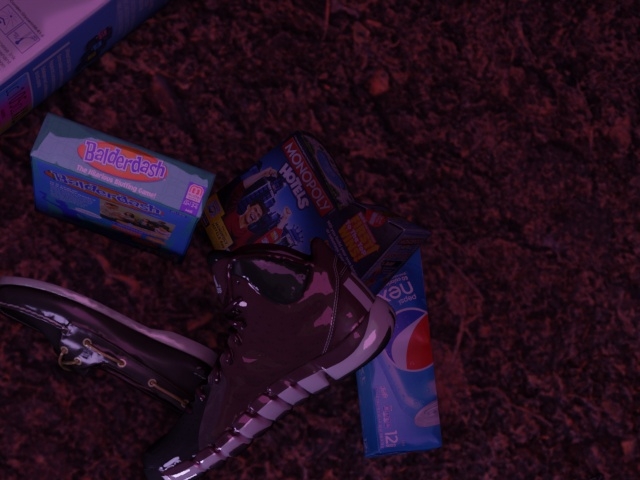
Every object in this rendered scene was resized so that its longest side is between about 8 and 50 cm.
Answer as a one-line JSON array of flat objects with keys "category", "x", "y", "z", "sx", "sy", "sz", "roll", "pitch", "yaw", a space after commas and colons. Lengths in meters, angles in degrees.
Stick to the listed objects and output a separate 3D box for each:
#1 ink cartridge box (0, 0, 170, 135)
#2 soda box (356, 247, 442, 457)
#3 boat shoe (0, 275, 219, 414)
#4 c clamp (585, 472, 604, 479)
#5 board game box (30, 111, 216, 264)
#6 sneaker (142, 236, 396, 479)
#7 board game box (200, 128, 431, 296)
[{"category": "ink cartridge box", "x": -0.272, "y": -0.324, "z": 1.451, "sx": 0.395, "sy": 0.151, "sz": 0.270, "roll": -41, "pitch": 88, "yaw": -14}, {"category": "soda box", "x": 0.071, "y": 0.108, "z": 1.457, "sx": 0.067, "sy": 0.071, "sz": 0.210, "roll": -4, "pitch": 79, "yaw": -11}, {"category": "boat shoe", "x": -0.212, "y": 0.101, "z": 1.403, "sx": 0.228, "sy": 0.081, "sz": 0.068, "roll": 22, "pitch": 73, "yaw": -9}, {"category": "c clamp", "x": 0.315, "y": 0.295, "z": 1.488, "sx": 0.161, "sy": 0.022, "sz": 0.137, "roll": 29, "pitch": 80, "yaw": -4}, {"category": "board game box", "x": -0.189, "y": -0.044, "z": 1.374, "sx": 0.160, "sy": 0.210, "sz": 0.047, "roll": 21, "pitch": 75, "yaw": -6}, {"category": "sneaker", "x": -0.082, "y": 0.095, "z": 1.351, "sx": 0.281, "sy": 0.106, "sz": 0.162, "roll": -36, "pitch": 100, "yaw": 6}, {"category": "board game box", "x": 0.000, "y": 0.000, "z": 1.419, "sx": 0.194, "sy": 0.060, "sz": 0.194, "roll": -35, "pitch": 71, "yaw": 25}]
